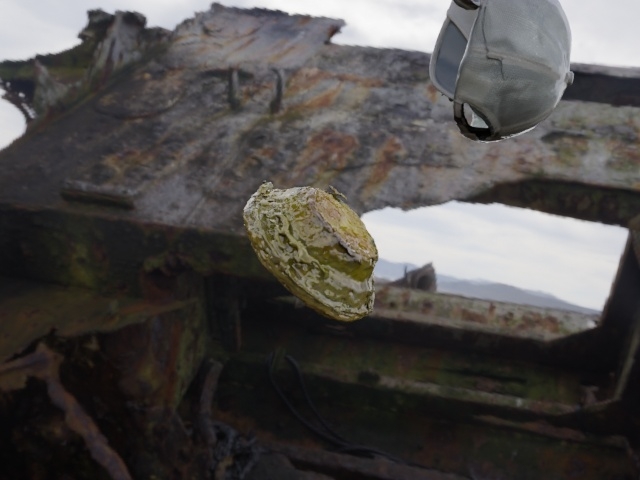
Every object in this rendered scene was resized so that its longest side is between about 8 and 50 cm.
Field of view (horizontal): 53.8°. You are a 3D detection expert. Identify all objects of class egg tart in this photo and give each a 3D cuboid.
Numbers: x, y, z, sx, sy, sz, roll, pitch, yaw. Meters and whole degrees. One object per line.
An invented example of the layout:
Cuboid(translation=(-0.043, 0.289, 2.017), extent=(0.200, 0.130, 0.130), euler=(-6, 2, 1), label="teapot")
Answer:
Cuboid(translation=(0.000, 0.000, 0.471), extent=(0.130, 0.052, 0.130), euler=(36, 27, -21), label="egg tart")

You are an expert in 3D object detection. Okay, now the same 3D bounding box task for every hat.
Cuboid(translation=(0.217, -0.261, 0.793), extent=(0.161, 0.274, 0.232), euler=(-13, -24, 1), label="hat")
